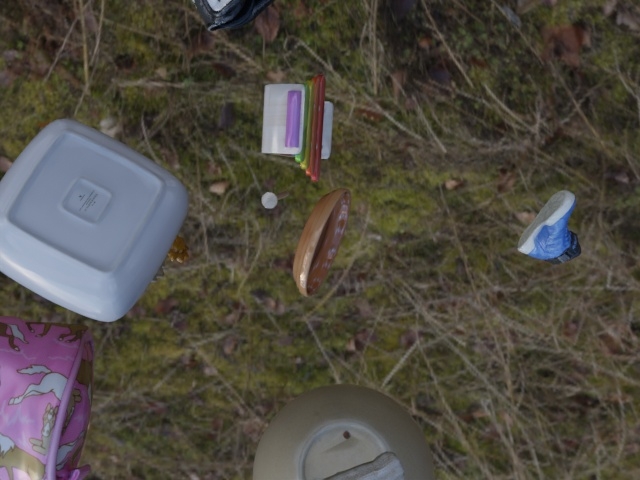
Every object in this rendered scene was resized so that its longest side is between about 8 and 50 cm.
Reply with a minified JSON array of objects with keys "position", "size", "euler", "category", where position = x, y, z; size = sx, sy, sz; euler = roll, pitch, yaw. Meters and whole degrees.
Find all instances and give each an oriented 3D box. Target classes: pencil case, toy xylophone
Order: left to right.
[{"position":[-0.406,0.140,0.736],"size":[0.386,0.160,0.167],"euler":[8,117,-8],"category":"pencil case"},{"position":[-0.043,-0.183,1.433],"size":[0.081,0.323,0.236],"euler":[4,103,10],"category":"toy xylophone"}]

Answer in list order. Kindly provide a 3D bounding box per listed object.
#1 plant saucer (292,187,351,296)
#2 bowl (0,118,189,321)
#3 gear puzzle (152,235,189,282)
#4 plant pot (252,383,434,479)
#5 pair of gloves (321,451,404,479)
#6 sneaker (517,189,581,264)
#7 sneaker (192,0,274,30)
[{"position":[0.000,0.000,1.356],"size":[0.037,0.200,0.200],"euler":[21,133,12],"category":"plant saucer"},{"position":[-0.185,-0.022,0.619],"size":[0.142,0.142,0.053],"euler":[30,158,-7],"category":"bowl"},{"position":[-0.400,0.003,1.682],"size":[0.044,0.175,0.339],"euler":[-37,154,26],"category":"gear puzzle"},{"position":[0.034,0.338,1.146],"size":[0.284,0.284,0.191],"euler":[-4,160,0],"category":"plant pot"},{"position":[-0.038,0.243,0.445],"size":[0.204,0.042,0.240],"euler":[-11,120,-31],"category":"pair of gloves"},{"position":[0.382,-0.015,1.233],"size":[0.084,0.058,0.152],"euler":[24,141,-1],"category":"sneaker"},{"position":[-0.221,-0.429,1.099],"size":[0.447,0.169,0.257],"euler":[0,94,7],"category":"sneaker"}]
